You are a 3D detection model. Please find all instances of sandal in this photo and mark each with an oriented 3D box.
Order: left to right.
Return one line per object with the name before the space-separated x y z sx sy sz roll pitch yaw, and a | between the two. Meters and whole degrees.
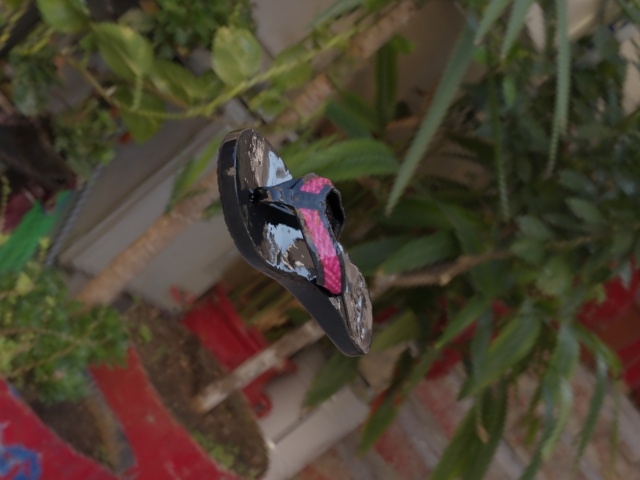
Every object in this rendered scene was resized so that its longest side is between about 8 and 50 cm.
sandal | 0.000 0.000 0.636 0.179 0.040 0.067 50 37 -49
